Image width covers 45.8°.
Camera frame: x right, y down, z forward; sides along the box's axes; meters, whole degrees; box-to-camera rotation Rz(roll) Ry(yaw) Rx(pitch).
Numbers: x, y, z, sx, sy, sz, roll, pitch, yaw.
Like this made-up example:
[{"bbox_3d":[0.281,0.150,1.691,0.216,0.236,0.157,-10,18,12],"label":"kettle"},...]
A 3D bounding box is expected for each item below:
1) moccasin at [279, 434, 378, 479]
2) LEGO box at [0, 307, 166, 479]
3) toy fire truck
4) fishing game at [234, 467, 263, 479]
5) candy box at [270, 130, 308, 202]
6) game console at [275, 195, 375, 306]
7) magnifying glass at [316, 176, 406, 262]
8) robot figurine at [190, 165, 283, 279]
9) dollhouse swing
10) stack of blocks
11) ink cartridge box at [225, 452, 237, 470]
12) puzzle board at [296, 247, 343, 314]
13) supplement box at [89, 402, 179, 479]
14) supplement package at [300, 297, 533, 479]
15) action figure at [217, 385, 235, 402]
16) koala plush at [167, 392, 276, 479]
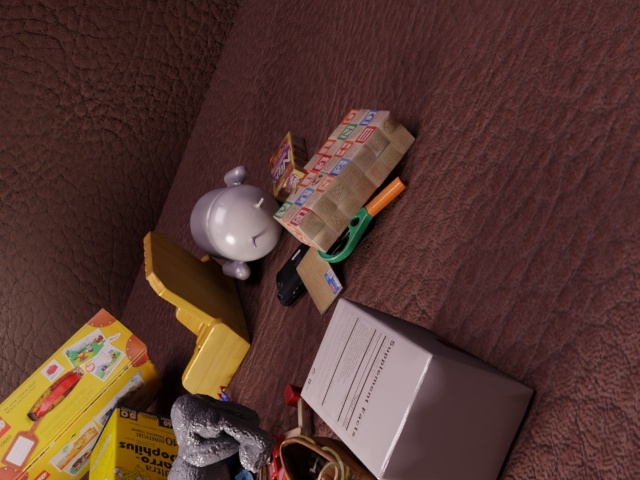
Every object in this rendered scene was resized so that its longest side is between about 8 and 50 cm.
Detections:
[{"bbox_3d":[0.031,0.404,1.170,0.139,0.147,0.380,-65,24,9],"label":"moccasin"},{"bbox_3d":[-0.708,0.494,2.177,0.500,0.193,0.372,-46,-18,-23],"label":"LEGO box"},{"bbox_3d":[-0.057,0.393,1.491,0.135,0.047,0.192,-58,25,23],"label":"toy fire truck"},{"bbox_3d":[-0.193,0.586,1.632,0.264,0.041,0.189,-50,27,36],"label":"fishing game"},{"bbox_3d":[-0.084,-0.197,2.037,0.109,0.053,0.186,-53,29,30],"label":"candy box"},{"bbox_3d":[0.000,0.000,1.705,0.361,0.044,0.213,-50,30,34],"label":"game console"},{"bbox_3d":[0.079,-0.043,1.522,0.231,0.026,0.092,-41,45,18],"label":"magnifying glass"},{"bbox_3d":[-0.224,-0.047,2.024,0.353,0.200,0.299,-177,84,-65],"label":"robot figurine"},{"bbox_3d":[-0.378,0.201,2.018,0.315,0.305,0.347,-59,26,19],"label":"dollhouse swing"},{"bbox_3d":[0.039,-0.129,1.559,0.297,0.087,0.171,-52,25,-8],"label":"stack of blocks"},{"bbox_3d":[-0.283,0.587,1.696,0.307,0.072,0.303,-38,21,49],"label":"ink cartridge box"},{"bbox_3d":[-0.001,0.079,1.615,0.096,0.011,0.128,-56,52,37],"label":"puzzle board"},{"bbox_3d":[-0.498,0.642,2.037,0.195,0.194,0.356,-59,26,21],"label":"supplement box"},{"bbox_3d":[0.124,0.219,1.088,0.175,0.178,0.293,-67,24,2],"label":"supplement package"},{"bbox_3d":[-0.227,0.404,1.868,0.038,0.030,0.115,-66,28,18],"label":"action figure"},{"bbox_3d":[-0.235,0.437,1.513,0.221,0.203,0.196,-66,19,0],"label":"koala plush"}]
